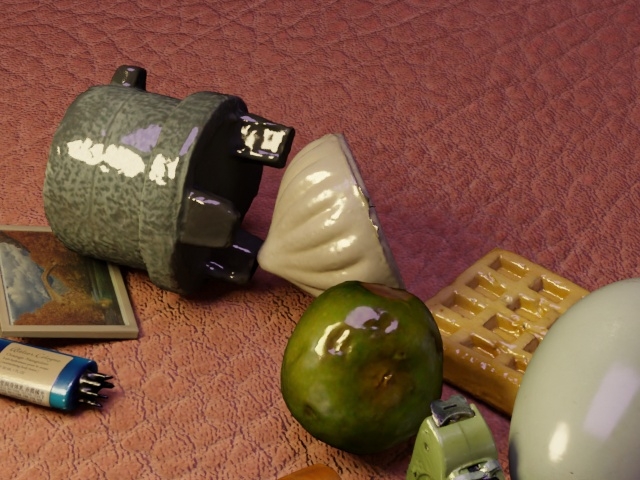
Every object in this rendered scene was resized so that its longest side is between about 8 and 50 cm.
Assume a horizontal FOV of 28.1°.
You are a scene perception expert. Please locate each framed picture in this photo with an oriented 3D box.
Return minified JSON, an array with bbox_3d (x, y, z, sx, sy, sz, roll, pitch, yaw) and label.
[{"bbox_3d":[-0.361,0.053,1.757,0.184,0.016,0.250,3,33,-22],"label":"framed picture"}]

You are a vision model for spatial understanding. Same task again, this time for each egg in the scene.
[{"bbox_3d":[0.337,0.189,1.438,0.229,0.230,0.371,21,46,25],"label":"egg"}]

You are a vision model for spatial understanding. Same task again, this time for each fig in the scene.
[{"bbox_3d":[0.038,0.148,1.563,0.206,0.206,0.275,-10,4,-15],"label":"fig"}]

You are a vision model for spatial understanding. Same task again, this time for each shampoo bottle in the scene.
[{"bbox_3d":[-0.349,0.169,1.601,0.182,0.050,0.087,12,30,15],"label":"shampoo bottle"}]

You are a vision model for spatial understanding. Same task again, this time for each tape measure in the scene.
[{"bbox_3d":[0.148,0.280,1.370,0.087,0.178,0.154,-16,53,-20],"label":"tape measure"}]

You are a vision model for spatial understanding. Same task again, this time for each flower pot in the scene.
[{"bbox_3d":[-0.192,-0.082,1.760,0.282,0.299,0.299,14,38,17],"label":"flower pot"}]

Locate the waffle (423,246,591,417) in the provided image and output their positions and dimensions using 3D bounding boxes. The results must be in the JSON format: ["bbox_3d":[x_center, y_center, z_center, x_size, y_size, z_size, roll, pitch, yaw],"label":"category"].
[{"bbox_3d":[0.251,0.116,1.683,0.221,0.055,0.248,27,44,31],"label":"waffle"}]

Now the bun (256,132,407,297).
[{"bbox_3d":[0.000,0.000,1.700,0.175,0.263,0.263,-22,37,4],"label":"bun"}]

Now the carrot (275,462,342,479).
[{"bbox_3d":[-0.059,0.309,1.390,0.087,0.087,0.193,25,41,30],"label":"carrot"}]
